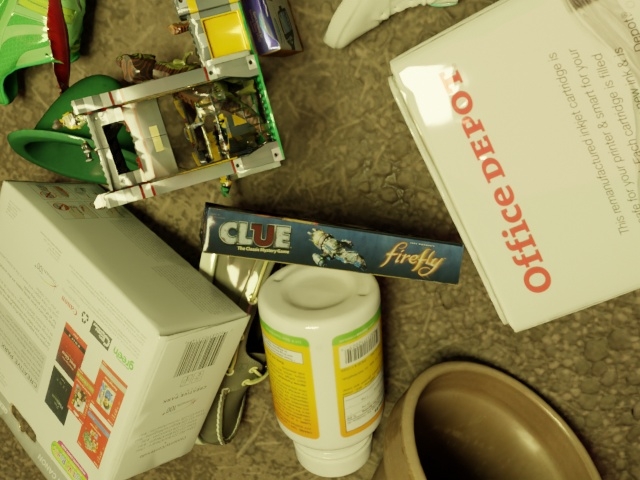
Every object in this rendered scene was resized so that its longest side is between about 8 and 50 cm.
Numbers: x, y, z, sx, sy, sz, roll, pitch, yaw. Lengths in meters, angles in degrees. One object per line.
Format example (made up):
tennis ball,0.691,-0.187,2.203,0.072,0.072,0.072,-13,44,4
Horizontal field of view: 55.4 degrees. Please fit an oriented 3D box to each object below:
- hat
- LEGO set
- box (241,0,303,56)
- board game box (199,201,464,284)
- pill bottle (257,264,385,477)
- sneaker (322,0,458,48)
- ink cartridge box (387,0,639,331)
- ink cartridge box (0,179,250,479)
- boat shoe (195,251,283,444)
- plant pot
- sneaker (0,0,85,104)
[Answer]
hat,-0.251,-0.176,0.704,0.173,0.208,0.183,11,79,-17
LEGO set,-0.168,-0.175,0.604,0.192,0.255,0.331,-16,111,-6
box,-0.053,-0.232,0.628,0.028,0.136,0.081,-14,103,15
board game box,0.000,0.000,0.633,0.243,0.165,0.042,8,93,-13
pill bottle,0.007,0.157,0.724,0.136,0.136,0.246,1,120,11
sneaker,0.095,-0.265,0.626,0.094,0.080,0.212,41,109,-15
ink cartridge box,0.299,-0.130,0.571,0.395,0.166,0.285,-24,101,16
ink cartridge box,-0.272,0.119,0.722,0.309,0.130,0.272,36,113,27
boat shoe,-0.104,0.128,0.763,0.091,0.109,0.305,12,105,13
plant pot,0.154,0.311,0.712,0.263,0.263,0.229,33,127,0
sneaker,-0.310,-0.274,0.699,0.295,0.109,0.123,-37,118,18
